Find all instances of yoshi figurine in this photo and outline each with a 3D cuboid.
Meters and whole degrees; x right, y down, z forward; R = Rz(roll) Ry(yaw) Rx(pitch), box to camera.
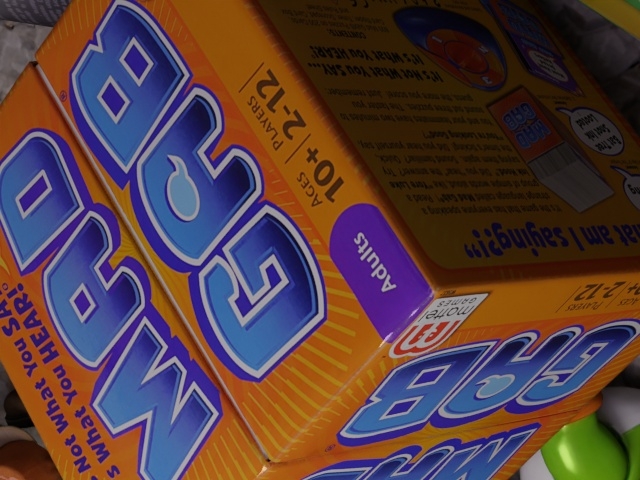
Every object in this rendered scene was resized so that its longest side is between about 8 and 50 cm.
[{"bbox_3d":[0.220,0.261,1.520,0.203,0.203,0.362,-16,112,43],"label":"yoshi figurine"}]

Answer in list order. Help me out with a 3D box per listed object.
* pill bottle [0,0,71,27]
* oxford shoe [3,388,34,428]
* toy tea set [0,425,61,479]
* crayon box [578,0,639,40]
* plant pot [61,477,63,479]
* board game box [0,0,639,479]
[{"bbox_3d":[-0.188,-0.250,1.418,0.283,0.161,0.161,11,118,15],"label":"pill bottle"},{"bbox_3d":[-0.226,0.100,1.660,0.227,0.083,0.096,-35,97,18],"label":"oxford shoe"},{"bbox_3d":[-0.159,0.180,1.597,0.336,0.124,0.200,2,100,13],"label":"toy tea set"},{"bbox_3d":[0.285,-0.227,1.300,0.278,0.081,0.165,34,122,2],"label":"crayon box"},{"bbox_3d":[-0.397,0.367,1.643,0.341,0.334,0.341,0,96,4],"label":"plant pot"},{"bbox_3d":[0.000,0.000,1.284,0.356,0.356,0.356,-49,61,32],"label":"board game box"}]
